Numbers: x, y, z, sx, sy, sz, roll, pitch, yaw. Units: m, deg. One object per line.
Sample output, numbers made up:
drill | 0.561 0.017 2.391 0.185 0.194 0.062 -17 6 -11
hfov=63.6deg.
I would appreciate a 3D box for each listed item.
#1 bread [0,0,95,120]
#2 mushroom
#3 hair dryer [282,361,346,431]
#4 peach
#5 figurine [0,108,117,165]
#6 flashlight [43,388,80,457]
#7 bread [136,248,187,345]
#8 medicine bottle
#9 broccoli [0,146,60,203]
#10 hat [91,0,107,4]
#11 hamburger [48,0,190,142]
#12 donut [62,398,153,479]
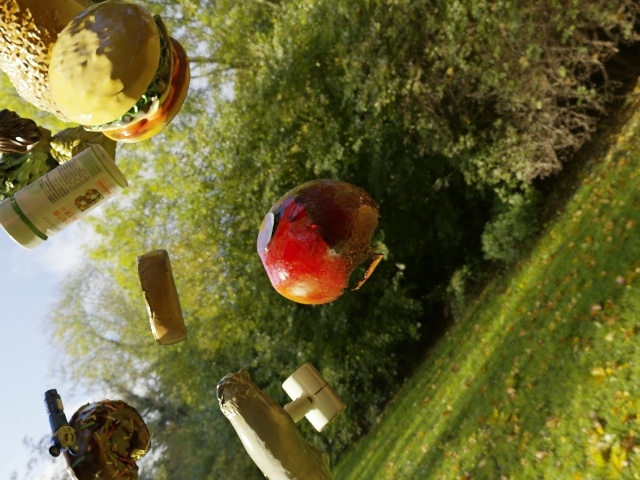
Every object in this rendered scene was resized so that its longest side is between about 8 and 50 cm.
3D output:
bread | -0.426 -0.311 0.823 0.171 0.192 0.314 -57 -35 -26
mushroom | -0.098 0.467 1.204 0.126 0.397 0.177 -33 22 5
hair dryer | -0.071 0.532 1.640 0.128 0.203 0.362 -48 -17 20
peach | -0.022 0.003 1.541 0.406 0.310 0.335 -49 30 38
figurine | -0.720 -0.260 1.352 0.187 0.315 0.168 114 169 -50
flashlight | -0.442 0.306 0.874 0.035 0.121 0.057 -40 -30 15
bread | -0.373 0.133 1.218 0.070 0.236 0.236 -15 -21 -14
medicine bottle | -0.407 -0.071 0.820 0.183 0.086 0.086 -36 -11 -9
broccoli | -0.799 -0.178 1.417 0.176 0.198 0.226 -63 12 11
hat | -0.537 -0.427 1.078 0.161 0.275 0.232 -124 47 -76
hamburger | -0.234 -0.197 0.605 0.162 0.162 0.115 -55 -25 3
donut | -0.481 0.466 1.191 0.096 0.216 0.230 -27 0 12
